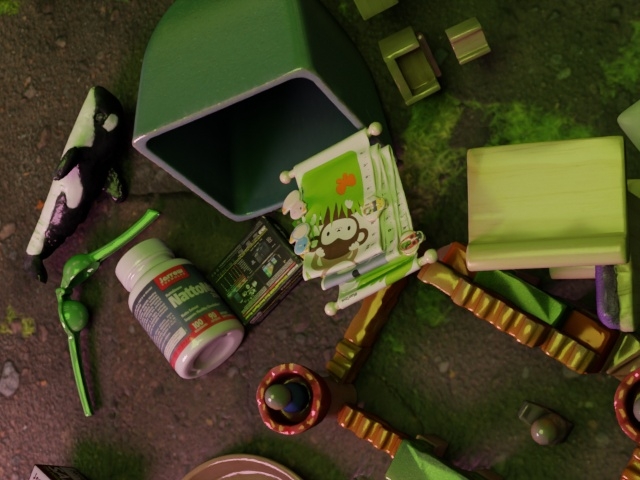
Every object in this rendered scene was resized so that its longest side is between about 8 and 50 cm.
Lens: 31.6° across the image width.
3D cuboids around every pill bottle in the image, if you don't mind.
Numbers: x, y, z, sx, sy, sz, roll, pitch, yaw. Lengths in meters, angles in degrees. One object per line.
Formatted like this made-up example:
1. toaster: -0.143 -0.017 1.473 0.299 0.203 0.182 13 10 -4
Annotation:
1. pill bottle: -0.195 0.087 1.526 0.108 0.108 0.180 -47 68 13

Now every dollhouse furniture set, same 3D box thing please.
1. dollhouse furniture set: 0.172 -0.378 1.393 0.303 0.198 0.286 -26 111 10

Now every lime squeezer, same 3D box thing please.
1. lime squeezer: -0.328 0.090 1.629 0.110 0.059 0.310 18 90 -4

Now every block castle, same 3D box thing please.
1. block castle: 0.176 0.180 1.284 0.453 0.213 0.303 30 97 25

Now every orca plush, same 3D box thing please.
1. orca plush: -0.331 -0.069 1.613 0.102 0.151 0.287 23 84 -8

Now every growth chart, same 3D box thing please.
1. growth chart: 0.034 -0.026 1.308 0.172 0.021 0.237 -34 50 20

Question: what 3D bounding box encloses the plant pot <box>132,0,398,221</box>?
1. plant pot: -0.077 -0.214 1.440 0.248 0.247 0.252 -20 59 22

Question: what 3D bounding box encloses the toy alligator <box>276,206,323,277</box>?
1. toy alligator: 0.000 0.000 1.478 0.056 0.051 0.189 -52 44 10

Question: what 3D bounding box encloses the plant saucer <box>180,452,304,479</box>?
1. plant saucer: -0.095 0.418 1.478 0.278 0.041 0.278 -3 82 25

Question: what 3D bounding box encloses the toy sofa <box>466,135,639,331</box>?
1. toy sofa: 0.272 0.006 1.175 0.150 0.362 0.177 -2 86 24

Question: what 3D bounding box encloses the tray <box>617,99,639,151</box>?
1. tray: 0.470 -0.083 1.279 0.145 0.030 0.270 -38 70 15

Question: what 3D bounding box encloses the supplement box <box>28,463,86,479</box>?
1. supplement box: -0.382 0.448 1.571 0.130 0.073 0.239 24 93 46

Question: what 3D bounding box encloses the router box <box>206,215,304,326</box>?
1. router box: -0.080 0.041 1.516 0.122 0.038 0.092 -46 67 14
